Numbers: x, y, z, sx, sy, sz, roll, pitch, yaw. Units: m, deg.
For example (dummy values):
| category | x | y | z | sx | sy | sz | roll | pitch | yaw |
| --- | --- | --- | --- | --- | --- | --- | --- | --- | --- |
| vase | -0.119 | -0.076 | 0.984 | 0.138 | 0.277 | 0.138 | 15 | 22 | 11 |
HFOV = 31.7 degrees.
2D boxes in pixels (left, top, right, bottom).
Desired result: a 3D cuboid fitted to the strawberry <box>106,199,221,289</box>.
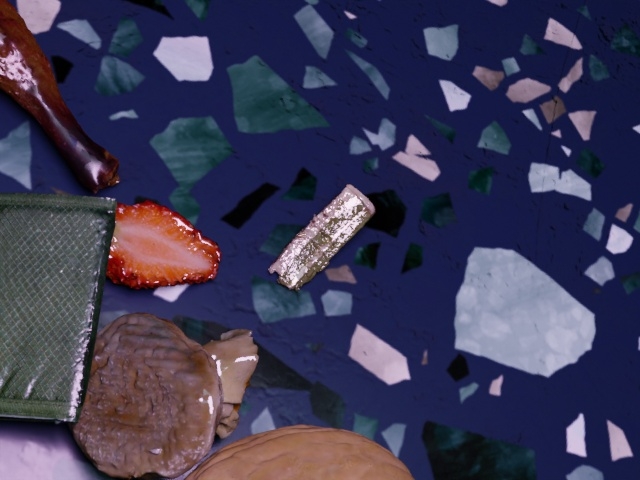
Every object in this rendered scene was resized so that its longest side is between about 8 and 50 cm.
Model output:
| category | x | y | z | sx | sy | sz | roll | pitch | yaw |
| --- | --- | --- | --- | --- | --- | --- | --- | --- | --- |
| strawberry | -0.182 | 0.011 | 1.212 | 0.152 | 0.048 | 0.103 | 24 | 57 | -22 |

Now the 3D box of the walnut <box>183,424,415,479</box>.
| category | x | y | z | sx | sy | sz | roll | pitch | yaw |
| --- | --- | --- | --- | --- | --- | --- | --- | --- | --- |
| walnut | -0.026 | 0.287 | 1.070 | 0.261 | 0.225 | 0.224 | -5 | 72 | -20 |

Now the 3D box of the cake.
| category | x | y | z | sx | sy | sz | roll | pitch | yaw |
| --- | --- | --- | --- | --- | --- | --- | --- | --- | --- |
| cake | 0.000 | 0.000 | 1.282 | 0.051 | 0.055 | 0.140 | 45 | 82 | 1 |

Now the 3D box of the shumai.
| category | x | y | z | sx | sy | sz | roll | pitch | yaw |
| --- | --- | --- | --- | --- | --- | --- | --- | --- | --- |
| shumai | -0.146 | 0.156 | 1.122 | 0.153 | 0.210 | 0.161 | 10 | 86 | -51 |

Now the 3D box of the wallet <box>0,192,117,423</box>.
| category | x | y | z | sx | sy | sz | roll | pitch | yaw |
| --- | --- | --- | --- | --- | --- | --- | --- | --- | --- |
| wallet | -0.294 | 0.066 | 1.127 | 0.160 | 0.055 | 0.235 | 1 | 70 | 12 |

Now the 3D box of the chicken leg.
| category | x | y | z | sx | sy | sz | roll | pitch | yaw |
| --- | --- | --- | --- | --- | --- | --- | --- | --- | --- |
| chicken leg | -0.376 | -0.195 | 1.205 | 0.407 | 0.096 | 0.158 | 31 | 69 | -7 |
